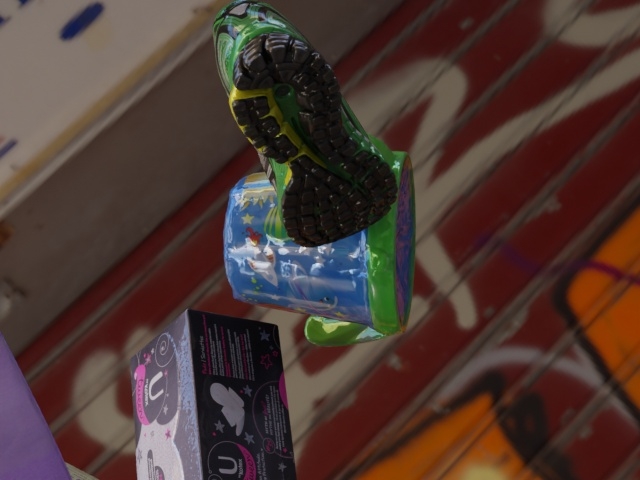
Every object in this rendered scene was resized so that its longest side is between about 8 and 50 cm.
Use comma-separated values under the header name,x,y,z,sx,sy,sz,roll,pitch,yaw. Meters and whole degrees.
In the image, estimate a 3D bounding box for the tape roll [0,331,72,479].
name,x,y,z,sx,sy,sz,roll,pitch,yaw
tape roll,-0.256,0.089,0.762,0.090,0.275,0.275,-27,-28,-20

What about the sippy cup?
name,x,y,z,sx,sy,sz,roll,pitch,yaw
sippy cup,0.000,0.000,1.493,0.240,0.224,0.305,-30,-59,-78

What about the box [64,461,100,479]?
name,x,y,z,sx,sy,sz,roll,pitch,yaw
box,-0.310,0.239,1.008,0.117,0.213,0.243,-65,-14,-3

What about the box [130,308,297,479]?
name,x,y,z,sx,sy,sz,roll,pitch,yaw
box,-0.140,0.235,1.460,0.142,0.247,0.163,15,-37,-33

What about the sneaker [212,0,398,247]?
name,x,y,z,sx,sy,sz,roll,pitch,yaw
sneaker,-0.014,-0.122,1.247,0.134,0.146,0.343,-24,-40,0
